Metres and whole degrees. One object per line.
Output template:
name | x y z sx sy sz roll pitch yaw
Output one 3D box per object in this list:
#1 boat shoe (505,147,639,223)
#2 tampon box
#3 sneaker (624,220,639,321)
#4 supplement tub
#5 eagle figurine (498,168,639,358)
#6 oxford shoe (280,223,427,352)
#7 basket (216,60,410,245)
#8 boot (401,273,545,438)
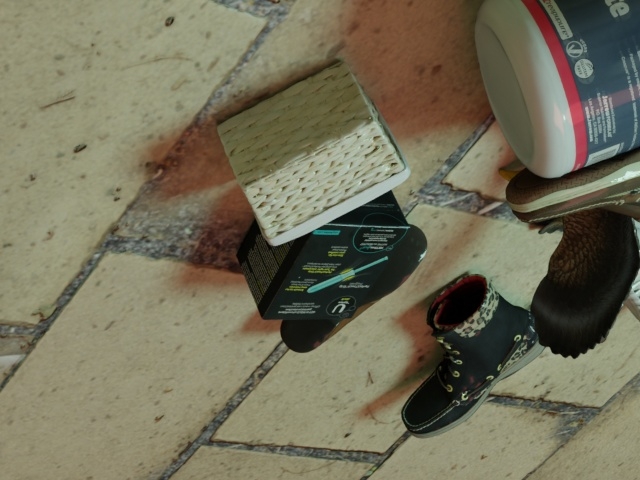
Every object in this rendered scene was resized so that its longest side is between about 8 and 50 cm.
boat shoe | 0.318 -0.058 1.556 0.257 0.095 0.095 -20 112 -5
tampon box | 0.000 0.000 1.684 0.120 0.101 0.161 2 138 -31
sneaker | 0.421 0.051 2.001 0.090 0.095 0.235 -33 142 14
supplement tub | 0.305 -0.189 1.489 0.272 0.191 0.191 -20 144 -5
eagle figurine | 0.309 -0.038 1.754 0.226 0.225 0.298 -31 134 -8
oxford shoe | 0.043 0.051 1.820 0.212 0.076 0.076 -39 172 15
basket | -0.010 -0.092 1.555 0.167 0.113 0.103 -27 140 3
boot | 0.170 0.149 1.989 0.236 0.085 0.178 -40 140 10
